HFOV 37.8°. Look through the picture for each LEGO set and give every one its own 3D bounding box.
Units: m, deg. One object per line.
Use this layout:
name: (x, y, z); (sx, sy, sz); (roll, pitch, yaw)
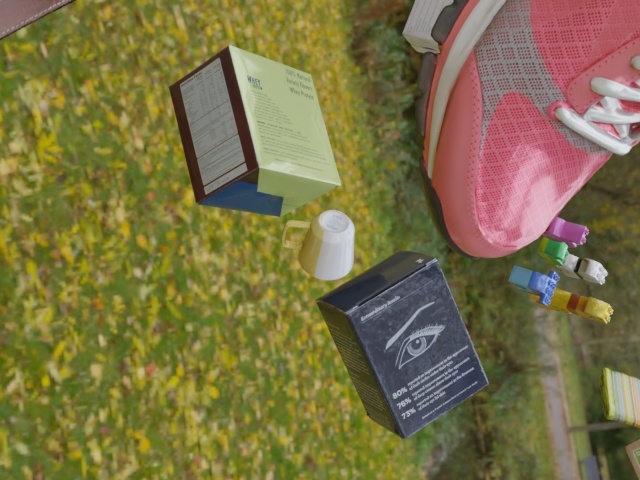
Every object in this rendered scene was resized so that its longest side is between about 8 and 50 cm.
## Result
LEGO set: (0.291, 0.045, 1.076); (0.227, 0.093, 0.087); (31, 79, -58)

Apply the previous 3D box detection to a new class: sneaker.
sneaker: (0.156, -0.107, 0.411); (0.116, 0.313, 0.136); (13, 26, -43)

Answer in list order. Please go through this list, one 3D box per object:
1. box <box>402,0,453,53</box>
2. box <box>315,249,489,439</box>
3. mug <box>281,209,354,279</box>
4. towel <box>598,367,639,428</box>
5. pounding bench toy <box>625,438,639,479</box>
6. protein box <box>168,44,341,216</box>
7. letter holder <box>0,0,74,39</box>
box: (0.200, -0.397, 1.217); (0.063, 0.067, 0.323); (25, 85, -62)
box: (0.112, 0.139, 1.283); (0.108, 0.153, 0.207); (14, -50, 66)
mug: (0.003, 0.002, 1.022); (0.064, 0.078, 0.062); (102, -33, -49)
towel: (0.509, 0.255, 1.319); (0.102, 0.237, 0.021); (-69, 179, -56)
pounding bench toy: (0.238, 0.161, 0.573); (0.065, 0.052, 0.083); (39, 26, -38)
protein box: (-0.100, -0.161, 1.442); (0.200, 0.136, 0.201); (8, 62, -52)
letter holder: (-0.394, -0.284, 0.876); (0.302, 0.152, 0.214); (-39, 130, -28)
